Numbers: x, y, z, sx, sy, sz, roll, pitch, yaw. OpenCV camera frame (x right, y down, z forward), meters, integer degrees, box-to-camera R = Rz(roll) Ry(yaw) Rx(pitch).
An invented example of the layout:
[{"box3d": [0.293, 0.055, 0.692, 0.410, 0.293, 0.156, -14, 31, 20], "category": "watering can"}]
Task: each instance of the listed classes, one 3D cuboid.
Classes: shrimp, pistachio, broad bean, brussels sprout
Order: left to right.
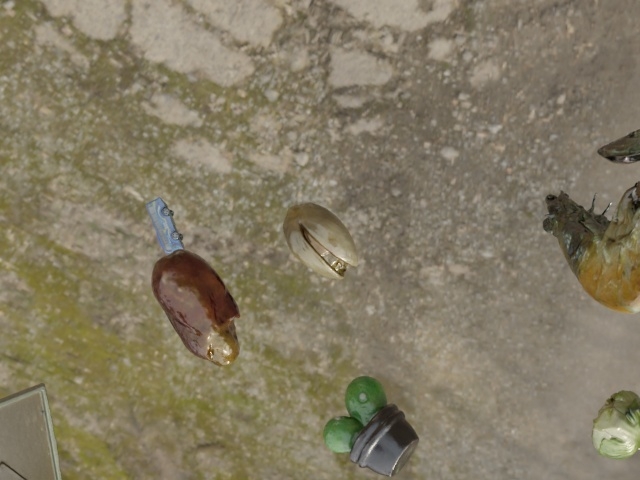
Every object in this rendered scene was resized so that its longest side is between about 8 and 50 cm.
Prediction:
[{"box3d": [-0.216, 0.122, 1.474, 0.228, 0.122, 0.156, 55, 163, -1], "category": "broad bean"}, {"box3d": [0.000, 0.000, 1.694, 0.185, 0.124, 0.124, 49, 134, -11], "category": "pistachio"}, {"box3d": [0.436, -0.052, 1.236, 0.085, 0.445, 0.271, 13, 101, -7], "category": "shrimp"}, {"box3d": [0.588, 0.364, 1.583, 0.101, 0.139, 0.181, 30, -175, 31], "category": "brussels sprout"}]

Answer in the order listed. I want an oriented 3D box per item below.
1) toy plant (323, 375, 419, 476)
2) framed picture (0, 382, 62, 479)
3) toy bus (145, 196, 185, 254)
[{"box3d": [0.127, 0.471, 2.060, 0.235, 0.218, 0.175, 35, 151, 23], "category": "toy plant"}, {"box3d": [-0.530, 0.411, 1.369, 0.020, 0.211, 0.289, 2, 104, 38], "category": "framed picture"}, {"box3d": [-0.401, -0.035, 2.116, 0.061, 0.153, 0.051, -23, 173, -1], "category": "toy bus"}]
